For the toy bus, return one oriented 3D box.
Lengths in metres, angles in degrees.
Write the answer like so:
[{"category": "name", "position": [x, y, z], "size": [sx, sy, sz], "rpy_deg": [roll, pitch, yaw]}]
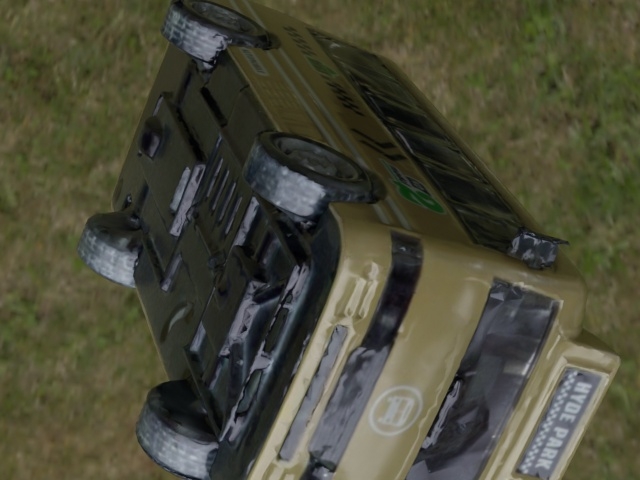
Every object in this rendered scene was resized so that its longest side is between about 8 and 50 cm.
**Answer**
[{"category": "toy bus", "position": [0.000, 0.000, 0.879], "size": [0.202, 0.365, 0.177], "rpy_deg": [15, 111, -23]}]
